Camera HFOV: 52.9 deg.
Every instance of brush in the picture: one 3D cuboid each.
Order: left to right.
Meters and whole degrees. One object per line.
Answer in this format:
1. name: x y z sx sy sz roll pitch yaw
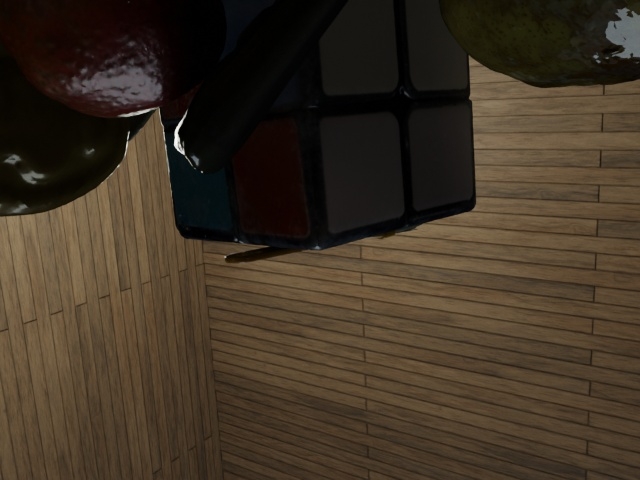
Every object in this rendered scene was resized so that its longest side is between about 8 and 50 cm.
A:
1. brush: 0.000 0.000 0.813 0.272 0.014 0.103 -12 -169 -37

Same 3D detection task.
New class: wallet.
1. wallet: -0.018 -0.154 0.453 0.052 0.245 0.168 38 -179 -12

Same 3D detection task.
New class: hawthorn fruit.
1. hawthorn fruit: -0.133 -0.175 0.470 0.193 0.157 0.157 -16 -169 7

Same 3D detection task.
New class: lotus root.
1. lotus root: 0.181 -0.166 0.361 0.153 0.154 0.278 -9 -165 -27

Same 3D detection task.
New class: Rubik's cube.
1. Rubik's cube: -0.005 -0.171 0.856 0.316 0.314 0.318 -15 -166 -40

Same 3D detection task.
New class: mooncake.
1. mooncake: -0.268 -0.127 0.560 0.117 0.235 0.234 5 -165 37

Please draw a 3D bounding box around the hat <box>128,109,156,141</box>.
1. hat: -0.270 -0.217 0.729 0.257 0.257 0.130 11 163 47
